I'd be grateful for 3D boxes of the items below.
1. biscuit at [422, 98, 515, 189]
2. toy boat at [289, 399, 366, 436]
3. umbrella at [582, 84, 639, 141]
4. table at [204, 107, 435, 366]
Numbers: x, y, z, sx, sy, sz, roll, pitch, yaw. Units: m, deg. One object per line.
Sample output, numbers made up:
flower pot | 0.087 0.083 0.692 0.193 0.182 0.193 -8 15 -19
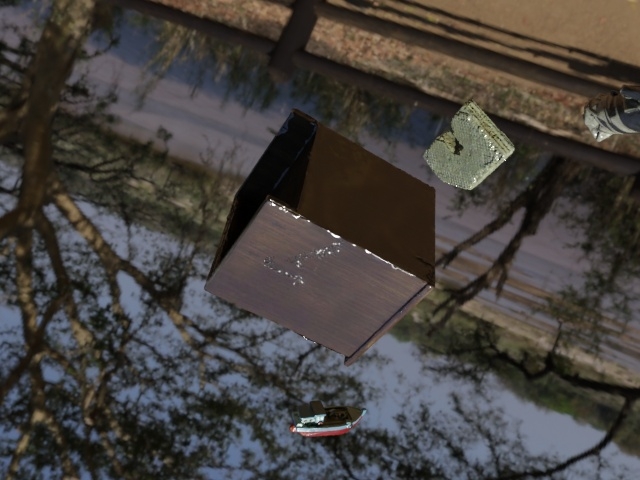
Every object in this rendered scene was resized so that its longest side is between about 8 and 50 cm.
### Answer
biscuit | 0.318 -0.195 1.553 0.147 0.046 0.250 53 158 7
toy boat | 0.017 0.388 1.546 0.173 0.058 0.069 1 -153 -18
umbrella | 0.633 -0.240 1.217 0.113 0.106 0.358 -28 -160 -32
table | 0.000 0.000 0.787 0.193 0.172 0.169 27 -139 -16
